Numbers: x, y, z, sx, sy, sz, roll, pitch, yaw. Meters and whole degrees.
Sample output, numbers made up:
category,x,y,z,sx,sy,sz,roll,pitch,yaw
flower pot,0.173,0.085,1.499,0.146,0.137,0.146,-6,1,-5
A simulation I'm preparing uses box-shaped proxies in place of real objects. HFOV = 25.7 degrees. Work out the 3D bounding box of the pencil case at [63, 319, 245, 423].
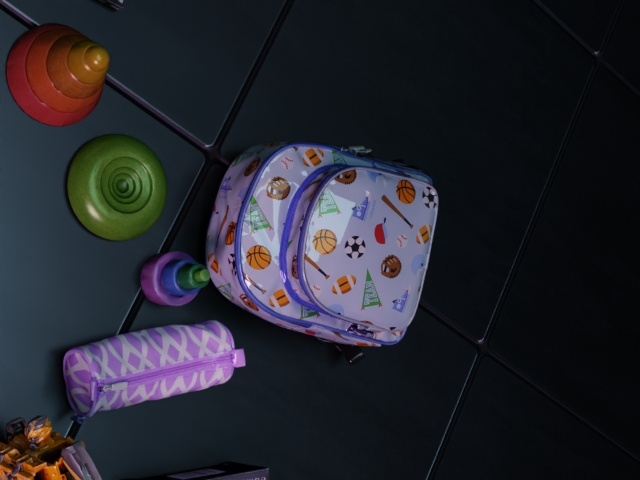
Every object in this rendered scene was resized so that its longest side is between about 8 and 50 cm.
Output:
category,x,y,z,sx,sy,sz,roll,pitch,yaw
pencil case,-0.197,0.146,1.625,0.206,0.088,0.086,-13,96,-35

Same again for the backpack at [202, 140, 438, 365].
category,x,y,z,sx,sy,sz,roll,pitch,yaw
backpack,0.000,0.000,1.711,0.263,0.213,0.276,13,82,-22

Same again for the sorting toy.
category,x,y,z,sx,sy,sz,roll,pitch,yaw
sorting toy,-0.219,-0.089,1.606,0.127,0.126,0.365,-34,105,-32

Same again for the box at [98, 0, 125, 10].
category,x,y,z,sx,sy,sz,roll,pitch,yaw
box,-0.253,-0.324,1.664,0.067,0.018,0.083,26,72,-30

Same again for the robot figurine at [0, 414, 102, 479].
category,x,y,z,sx,sy,sz,roll,pitch,yaw
robot figurine,-0.274,0.327,1.493,0.085,0.211,0.291,-25,109,-34

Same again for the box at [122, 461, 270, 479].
category,x,y,z,sx,sy,sz,roll,pitch,yaw
box,-0.140,0.351,1.646,0.156,0.093,0.158,-5,90,-35
